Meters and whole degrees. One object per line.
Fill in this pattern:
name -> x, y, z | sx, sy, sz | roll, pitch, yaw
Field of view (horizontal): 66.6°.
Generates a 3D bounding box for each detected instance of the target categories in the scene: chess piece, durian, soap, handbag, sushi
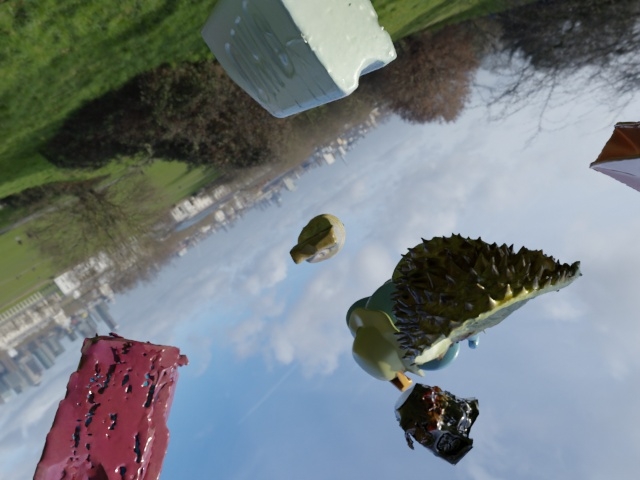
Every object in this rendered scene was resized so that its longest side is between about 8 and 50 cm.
chess piece -> 0.000, 0.000, 1.254 | 0.137, 0.137, 0.301 | -32, -179, 5
durian -> 0.154, 0.076, 0.542 | 0.252, 0.139, 0.144 | 119, -10, -45
soap -> -0.047, -0.256, 0.621 | 0.095, 0.173, 0.289 | -41, -159, -14
soap -> -0.197, 0.214, 0.466 | 0.162, 0.099, 0.250 | -165, -91, -82
handbag -> 0.404, -0.052, 0.492 | 0.059, 0.212, 0.157 | -61, 176, 10
sushi -> 0.250, 0.400, 1.103 | 0.153, 0.150, 0.172 | -56, 176, 20

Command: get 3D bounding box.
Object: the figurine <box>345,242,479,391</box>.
figurine -> 0.160, 0.110, 0.759 | 0.262, 0.180, 0.154 | -36, 156, -10
